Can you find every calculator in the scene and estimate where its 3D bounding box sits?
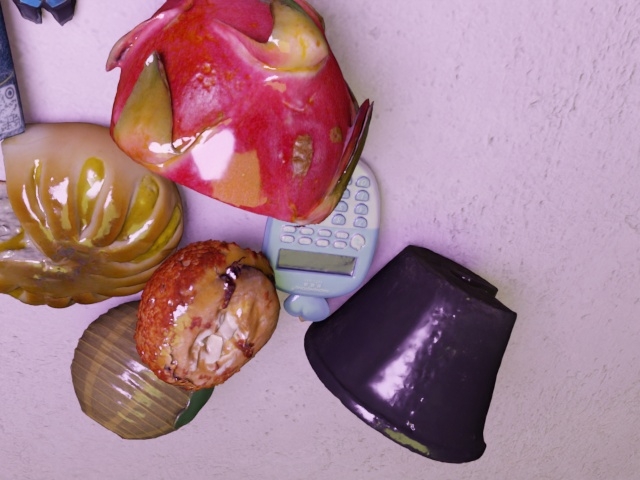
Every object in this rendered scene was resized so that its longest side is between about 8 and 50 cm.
[{"bbox_3d":[0.000,0.000,0.932,0.188,0.042,0.303,7,116,-14],"label":"calculator"}]

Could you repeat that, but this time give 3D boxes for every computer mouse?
[{"bbox_3d":[-0.313,-0.304,0.628,0.079,0.047,0.135,-6,143,-15],"label":"computer mouse"}]

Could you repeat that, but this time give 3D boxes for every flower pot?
[{"bbox_3d":[0.177,0.162,1.003,0.379,0.379,0.251,20,108,-27],"label":"flower pot"}]

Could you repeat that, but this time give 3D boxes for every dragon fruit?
[{"bbox_3d":[-0.078,-0.178,0.636,0.305,0.305,0.226,17,107,-25],"label":"dragon fruit"}]

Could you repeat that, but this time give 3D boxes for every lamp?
[{"bbox_3d":[-0.299,0.203,1.006,0.250,0.284,0.250,25,158,11],"label":"lamp"}]

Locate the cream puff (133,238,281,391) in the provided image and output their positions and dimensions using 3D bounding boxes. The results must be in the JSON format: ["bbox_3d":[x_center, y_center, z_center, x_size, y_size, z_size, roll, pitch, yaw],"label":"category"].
[{"bbox_3d":[-0.171,0.105,0.856,0.239,0.164,0.240,-22,132,-27],"label":"cream puff"}]

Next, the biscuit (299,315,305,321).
[{"bbox_3d":[-0.029,0.071,1.035,0.056,0.052,0.188,-18,134,-11],"label":"biscuit"}]

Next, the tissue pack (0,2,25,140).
[{"bbox_3d":[-0.425,-0.208,0.589,0.081,0.185,0.257,24,129,21],"label":"tissue pack"}]

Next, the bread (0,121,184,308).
[{"bbox_3d":[-0.358,-0.012,0.817,0.332,0.160,0.333,-6,135,-6],"label":"bread"}]
